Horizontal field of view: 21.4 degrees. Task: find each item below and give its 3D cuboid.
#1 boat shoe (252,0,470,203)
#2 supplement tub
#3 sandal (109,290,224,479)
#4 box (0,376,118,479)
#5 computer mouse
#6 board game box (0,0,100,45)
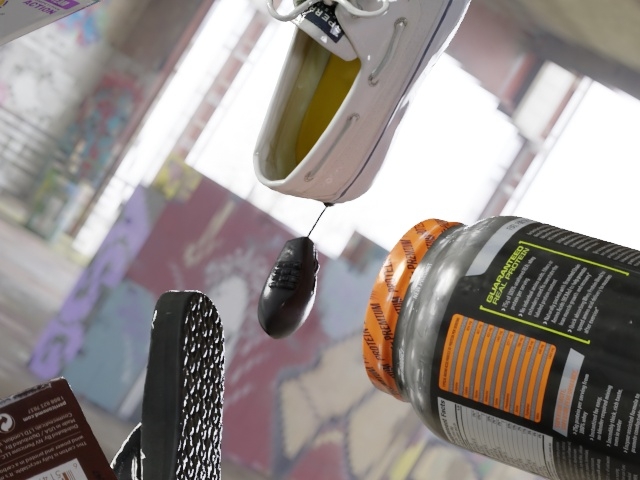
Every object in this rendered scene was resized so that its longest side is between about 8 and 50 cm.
[{"bbox_3d":[0.024,-0.205,1.558,0.156,0.367,0.136,1,31,-49],"label":"boat shoe"},{"bbox_3d":[0.218,0.100,1.408,0.338,0.207,0.207,18,-7,30],"label":"supplement tub"},{"bbox_3d":[-0.183,0.273,1.867,0.107,0.446,0.167,-5,-27,19],"label":"sandal"},{"bbox_3d":[-0.304,0.270,1.675,0.167,0.168,0.203,59,-29,17],"label":"box"},{"bbox_3d":[0.000,0.000,1.740,0.041,0.242,0.071,8,-33,28],"label":"computer mouse"},{"bbox_3d":[-0.354,-0.173,1.217,0.242,0.316,0.064,17,57,-61],"label":"board game box"}]
